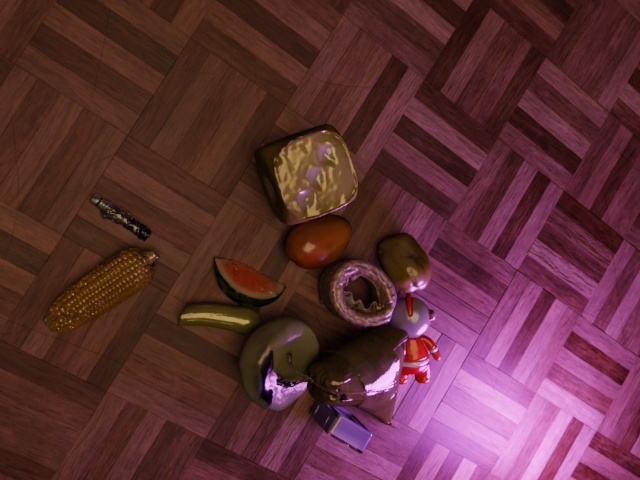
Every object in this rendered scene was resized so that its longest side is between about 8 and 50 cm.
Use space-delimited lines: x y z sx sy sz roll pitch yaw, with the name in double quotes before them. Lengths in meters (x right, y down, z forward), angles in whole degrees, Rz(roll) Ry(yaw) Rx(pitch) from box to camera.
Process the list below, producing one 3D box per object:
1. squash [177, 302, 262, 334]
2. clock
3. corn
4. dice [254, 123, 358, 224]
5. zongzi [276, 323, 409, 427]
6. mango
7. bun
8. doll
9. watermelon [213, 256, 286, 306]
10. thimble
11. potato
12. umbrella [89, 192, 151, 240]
"squash" -0.297 0.231 1.733 0.250 0.083 0.083 9 93 -16
"clock" 0.059 0.571 1.817 0.144 0.193 0.073 36 83 -18
"corn" -0.601 0.133 1.607 0.347 0.130 0.130 -35 104 -10
"dice" -0.044 -0.192 1.686 0.233 0.227 0.238 -22 103 -14
"zongzi" 0.083 0.483 1.762 0.447 0.181 0.418 -20 117 -39
"mango" 0.000 0.006 1.777 0.221 0.120 0.152 -15 99 -22
"bun" -0.143 0.352 1.734 0.283 0.179 0.283 -19 117 -42
"doll" 0.290 0.308 1.903 0.199 0.105 0.336 -4 103 7
"watermelon" -0.221 0.133 1.757 0.245 0.063 0.119 23 58 -17
"thimble" 0.114 0.159 1.815 0.229 0.148 0.196 20 87 -18
"potato" 0.266 0.070 1.839 0.154 0.200 0.137 -15 145 -2
"umbrella" -0.564 -0.063 1.637 0.188 0.046 0.050 38 46 -17
